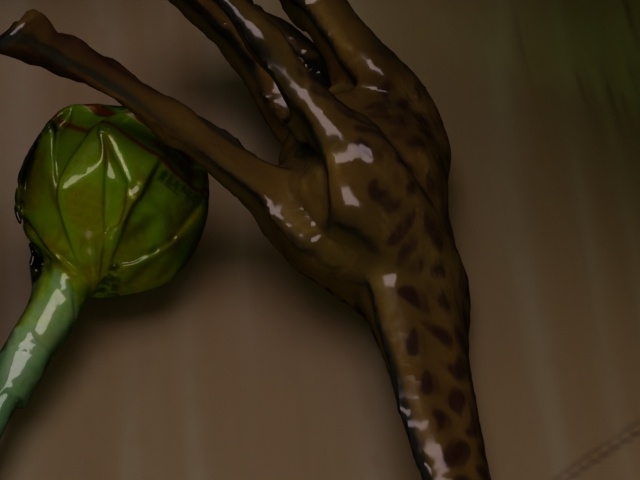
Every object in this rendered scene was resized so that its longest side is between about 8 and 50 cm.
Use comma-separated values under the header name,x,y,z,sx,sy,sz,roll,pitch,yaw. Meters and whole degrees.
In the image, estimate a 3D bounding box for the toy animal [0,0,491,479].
name,x,y,z,sx,sy,sz,roll,pitch,yaw
toy animal,0.006,-0.001,0.441,0.149,0.054,0.275,-13,68,-55

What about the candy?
name,x,y,z,sx,sy,sz,roll,pitch,yaw
candy,-0.090,0.042,0.437,0.062,0.058,0.194,26,65,-4
